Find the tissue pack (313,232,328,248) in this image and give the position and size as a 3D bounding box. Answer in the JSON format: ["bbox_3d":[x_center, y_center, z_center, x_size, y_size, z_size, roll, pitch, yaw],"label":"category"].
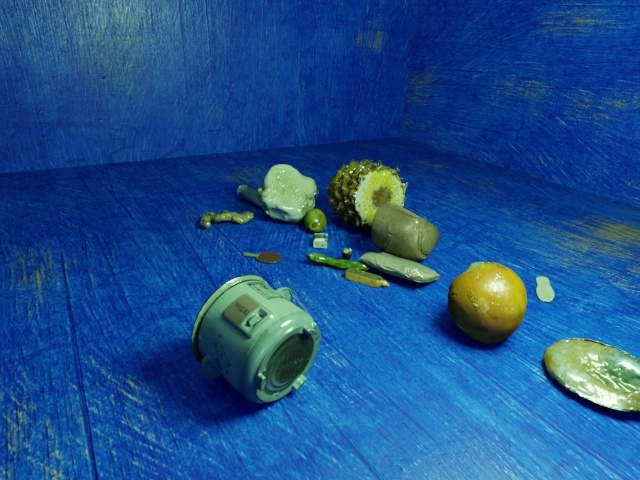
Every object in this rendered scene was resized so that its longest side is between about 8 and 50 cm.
[{"bbox_3d":[0.000,0.000,1.900,0.062,0.042,0.083,2,24,3],"label":"tissue pack"}]

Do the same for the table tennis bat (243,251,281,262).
[{"bbox_3d":[-0.235,0.065,1.769,0.156,0.013,0.087,8,27,6],"label":"table tennis bat"}]

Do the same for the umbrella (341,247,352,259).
[{"bbox_3d":[0.105,0.050,1.732,0.037,0.040,0.144,43,-3,11],"label":"umbrella"}]

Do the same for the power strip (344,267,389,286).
[{"bbox_3d":[0.171,0.141,1.634,0.178,0.028,0.049,15,27,23],"label":"power strip"}]

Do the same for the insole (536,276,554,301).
[{"bbox_3d":[0.839,0.181,1.646,0.063,0.010,0.192,11,26,18],"label":"insole"}]

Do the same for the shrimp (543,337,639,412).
[{"bbox_3d":[0.803,0.377,1.121,0.445,0.110,0.221,20,35,39],"label":"shrimp"}]

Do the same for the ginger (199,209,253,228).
[{"bbox_3d":[-0.448,-0.112,2.070,0.258,0.065,0.149,-15,28,-29],"label":"ginger"}]

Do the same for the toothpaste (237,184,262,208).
[{"bbox_3d":[-0.316,-0.211,2.302,0.299,0.073,0.114,29,34,31],"label":"toothpaste"}]

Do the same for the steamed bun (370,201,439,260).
[{"bbox_3d":[0.332,-0.013,1.773,0.251,0.199,0.301,33,4,31],"label":"steamed bun"}]

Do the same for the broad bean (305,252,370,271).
[{"bbox_3d":[0.068,0.085,1.712,0.256,0.053,0.052,12,57,8],"label":"broad bean"}]

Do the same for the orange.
[{"bbox_3d":[0.504,0.184,1.332,0.239,0.240,0.240,3,25,-1],"label":"orange"}]

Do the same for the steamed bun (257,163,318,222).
[{"bbox_3d":[-0.170,-0.205,2.123,0.280,0.207,0.268,22,56,-12],"label":"steamed bun"}]

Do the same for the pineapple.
[{"bbox_3d":[0.208,-0.218,2.066,0.352,0.353,0.300,-9,20,-25],"label":"pineapple"}]

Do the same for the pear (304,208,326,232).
[{"bbox_3d":[-0.024,-0.091,2.015,0.107,0.107,0.131,2,21,-3],"label":"pear"}]

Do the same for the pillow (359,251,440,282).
[{"bbox_3d":[0.303,0.102,1.669,0.270,0.067,0.173,20,11,32],"label":"pillow"}]

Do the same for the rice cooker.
[{"bbox_3d":[-0.168,0.237,1.106,0.316,0.264,0.317,-9,48,10],"label":"rice cooker"}]
